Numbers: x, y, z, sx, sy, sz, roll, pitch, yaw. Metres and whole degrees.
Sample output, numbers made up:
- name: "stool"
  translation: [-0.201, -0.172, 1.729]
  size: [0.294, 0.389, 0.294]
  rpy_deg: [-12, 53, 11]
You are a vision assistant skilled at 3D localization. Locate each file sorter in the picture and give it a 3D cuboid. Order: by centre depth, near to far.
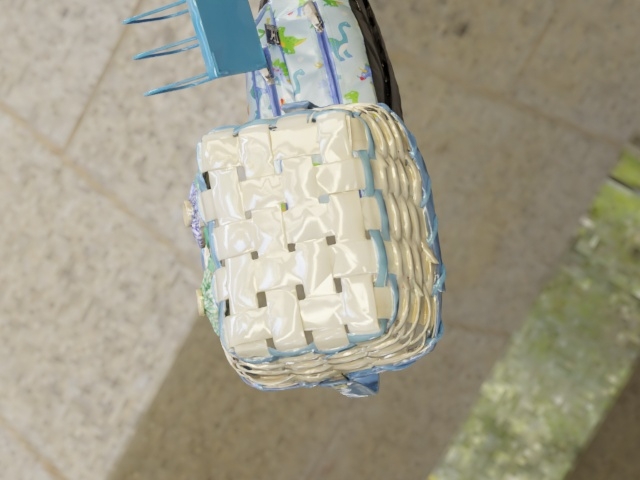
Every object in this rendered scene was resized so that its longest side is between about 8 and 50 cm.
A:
- name: "file sorter"
  translation: [-0.148, -0.247, 1.734]
  size: [0.105, 0.170, 0.118]
  rpy_deg: [-14, -175, 26]

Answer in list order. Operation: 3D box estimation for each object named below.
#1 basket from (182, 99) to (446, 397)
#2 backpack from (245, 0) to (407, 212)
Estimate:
- name: "basket"
  translation: [0.000, 0.000, 1.360]
  size: [0.201, 0.254, 0.289]
  rpy_deg: [-11, 171, 15]
- name: "backpack"
  translation: [0.008, -0.173, 2.240]
  size: [0.290, 0.273, 0.355]
  rpy_deg: [85, 160, -54]
